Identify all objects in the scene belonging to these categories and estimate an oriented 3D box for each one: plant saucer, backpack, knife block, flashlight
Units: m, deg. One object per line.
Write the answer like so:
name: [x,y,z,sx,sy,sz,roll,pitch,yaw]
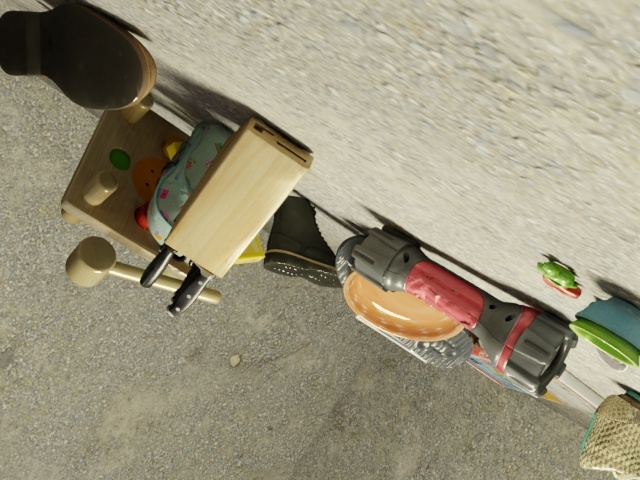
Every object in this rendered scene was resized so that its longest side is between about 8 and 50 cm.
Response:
plant saucer: [0.136,0.088,1.488,0.200,0.037,0.200,14,145,10]
backpack: [-0.156,-0.062,1.373,0.166,0.188,0.144,34,158,-11]
knife block: [-0.131,-0.016,1.181,0.088,0.242,0.276,32,171,-12]
flashlight: [0.174,0.081,1.215,0.304,0.103,0.103,32,150,27]

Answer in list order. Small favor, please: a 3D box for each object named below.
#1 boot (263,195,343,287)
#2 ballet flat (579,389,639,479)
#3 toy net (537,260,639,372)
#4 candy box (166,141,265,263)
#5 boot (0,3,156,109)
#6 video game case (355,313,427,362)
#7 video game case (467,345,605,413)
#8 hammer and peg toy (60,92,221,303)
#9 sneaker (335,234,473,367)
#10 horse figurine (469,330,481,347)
boot: [0.000,0.000,1.614,0.198,0.137,0.077,20,155,-35]
ballet flat: [0.596,0.412,1.379,0.483,0.182,0.164,31,175,10]
toy net: [0.268,0.088,0.908,0.122,0.045,0.232,30,176,30]
candy box: [-0.163,-0.060,1.481,0.105,0.027,0.206,-5,-110,-47]
boot: [-0.268,-0.225,1.132,0.115,0.112,0.305,-6,-159,-43]
video game case: [0.131,0.111,1.719,0.173,0.022,0.190,34,-147,-24]
video game case: [0.416,0.273,1.880,0.204,0.025,0.285,35,164,-37]
hammer and peg toy: [-0.269,-0.040,1.489,0.266,0.361,0.127,33,138,-24]
sneaker: [0.135,0.087,1.627,0.319,0.112,0.131,46,-160,-26]
horse figurine: [0.264,0.180,1.995,0.263,0.066,0.174,27,173,2]
